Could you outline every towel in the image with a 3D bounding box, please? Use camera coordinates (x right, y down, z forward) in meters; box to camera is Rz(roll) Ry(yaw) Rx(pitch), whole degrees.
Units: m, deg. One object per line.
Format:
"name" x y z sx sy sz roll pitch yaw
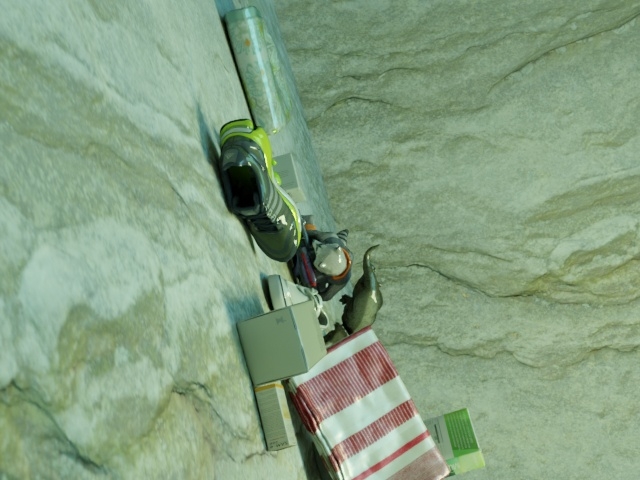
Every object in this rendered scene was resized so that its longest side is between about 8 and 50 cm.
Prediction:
"towel" -0.154 -0.450 2.330 0.374 0.090 0.320 -79 152 -77
"towel" 0.091 0.346 1.659 0.037 0.237 0.328 -35 -98 53

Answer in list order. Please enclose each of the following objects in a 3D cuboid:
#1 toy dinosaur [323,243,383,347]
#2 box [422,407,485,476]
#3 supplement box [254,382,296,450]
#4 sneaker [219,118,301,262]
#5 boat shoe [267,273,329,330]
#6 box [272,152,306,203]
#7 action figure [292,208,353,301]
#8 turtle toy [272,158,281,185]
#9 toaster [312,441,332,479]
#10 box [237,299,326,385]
"toy dinosaur" 0.104 0.154 2.113 0.313 0.121 0.160 -58 -167 31
"box" 0.272 0.577 2.404 0.232 0.322 0.058 -87 157 -72
"supplement box" -0.069 0.275 1.371 0.062 0.036 0.098 55 19 -74
"sneaker" -0.121 -0.068 1.619 0.121 0.111 0.299 -77 150 -50
"boat shoe" -0.040 0.133 1.796 0.267 0.088 0.096 65 11 -60
"box" -0.094 -0.125 1.924 0.102 0.101 0.087 61 14 -73
"action figure" 0.000 0.000 2.177 0.330 0.179 0.341 -123 -164 -77
"turtle toy" -0.129 -0.144 1.693 0.130 0.066 0.095 31 -2 10
"toaster" 0.084 0.434 1.787 0.185 0.168 0.110 52 25 -72
"box" -0.059 0.168 1.492 0.275 0.094 0.113 23 50 -82
